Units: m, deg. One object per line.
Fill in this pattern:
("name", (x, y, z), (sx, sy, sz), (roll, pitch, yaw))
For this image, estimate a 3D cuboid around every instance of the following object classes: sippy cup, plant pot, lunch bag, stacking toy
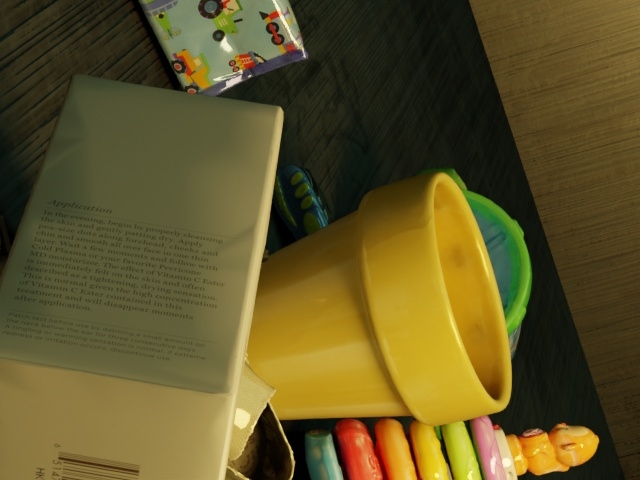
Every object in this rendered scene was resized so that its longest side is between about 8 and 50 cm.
("sippy cup", (0.155, 0.082, 2.467), (0.305, 0.240, 0.224), (-54, 157, -13))
("plant pot", (0.046, 0.080, 2.024), (0.254, 0.239, 0.254), (-16, 90, -75))
("lunch bag", (-0.125, -0.311, 2.076), (0.293, 0.138, 0.221), (-102, 168, -62))
("stacking toy", (0.144, 0.241, 2.067), (0.175, 0.301, 0.166), (28, 47, -89))

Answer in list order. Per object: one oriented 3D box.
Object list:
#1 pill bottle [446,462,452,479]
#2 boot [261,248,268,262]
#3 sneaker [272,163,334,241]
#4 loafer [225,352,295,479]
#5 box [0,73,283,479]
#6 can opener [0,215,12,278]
("pill bottle", (0.166, 0.390, 2.279), (0.161, 0.161, 0.283), (-89, 158, -45))
("boot", (-0.110, -0.019, 1.816), (0.045, 0.121, 0.099), (30, 53, -71))
("sneaker", (0.000, 0.000, 2.254), (0.078, 0.067, 0.188), (-28, 100, -67))
("loafer", (-0.092, 0.133, 1.722), (0.102, 0.092, 0.268), (-62, 144, -25))
("box", (-0.135, 0.068, 1.409), (0.345, 0.168, 0.215), (-82, -178, -55))
("can opener", (-0.283, -0.078, 1.399), (0.093, 0.074, 0.280), (177, -102, -72))
